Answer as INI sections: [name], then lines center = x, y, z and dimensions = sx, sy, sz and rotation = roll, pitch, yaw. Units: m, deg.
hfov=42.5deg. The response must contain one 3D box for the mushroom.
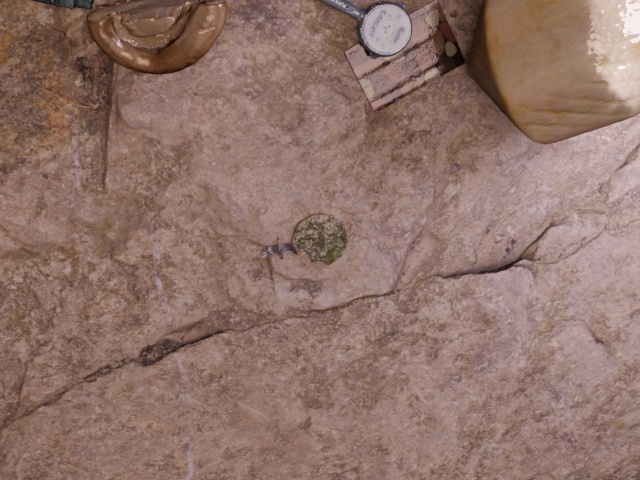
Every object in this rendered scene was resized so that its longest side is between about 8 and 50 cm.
[mushroom]
center = -0.320, -0.413, 1.676
dimensions = 0.286, 0.156, 0.151
rotation = -5, 121, 6

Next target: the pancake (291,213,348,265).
[pancake]
center = 0.004, -0.004, 1.916
dimensions = 0.116, 0.022, 0.129
rotation = -44, 108, 5

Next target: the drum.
[drum]
center = 0.090, -0.497, 1.748
dimensions = 0.253, 0.049, 0.130
rotation = 42, 98, -14

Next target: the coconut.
[coconut]
center = 0.490, -0.402, 1.690
dimensions = 0.416, 0.345, 0.415
rotation = 11, 111, 33

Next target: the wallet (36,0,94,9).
[wallet]
center = -0.607, -0.598, 1.610
dimensions = 0.342, 0.075, 0.237
rotation = 10, 110, -11

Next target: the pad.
[pad]
center = 0.188, -0.404, 1.816
dimensions = 0.235, 0.003, 0.158
rotation = -29, 110, 2

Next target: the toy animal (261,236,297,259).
[toy animal]
center = -0.096, 0.017, 1.906
dimensions = 0.084, 0.028, 0.050
rotation = -5, 117, -7
